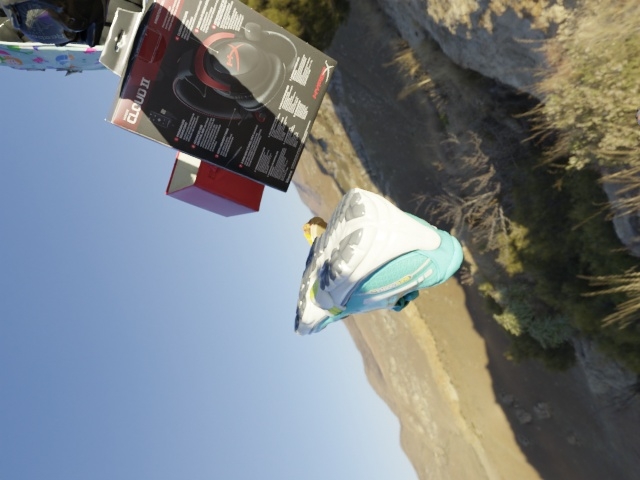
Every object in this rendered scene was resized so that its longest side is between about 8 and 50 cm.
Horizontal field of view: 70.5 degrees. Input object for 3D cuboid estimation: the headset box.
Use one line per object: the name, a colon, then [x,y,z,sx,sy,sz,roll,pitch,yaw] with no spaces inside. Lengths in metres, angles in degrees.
headset box: [-0.152,-0.224,0.654,0.293,0.217,0.110,18,-175,-32]

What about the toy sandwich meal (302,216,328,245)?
toy sandwich meal: [0.000,0.000,0.781,0.086,0.029,0.085,35,-136,-43]

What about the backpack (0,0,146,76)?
backpack: [-0.399,-0.372,0.689,0.191,0.254,0.224,179,83,-71]

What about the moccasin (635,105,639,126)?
moccasin: [0.695,-0.203,0.719,0.139,0.381,0.146,112,154,-62]

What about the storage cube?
storage cube: [-0.269,-0.183,1.214,0.193,0.215,0.183,22,-106,-36]

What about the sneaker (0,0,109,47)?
sneaker: [-0.226,-0.232,0.371,0.283,0.107,0.124,-133,46,-75]

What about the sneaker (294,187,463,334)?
sneaker: [0.039,0.047,0.459,0.275,0.110,0.106,129,155,-67]
